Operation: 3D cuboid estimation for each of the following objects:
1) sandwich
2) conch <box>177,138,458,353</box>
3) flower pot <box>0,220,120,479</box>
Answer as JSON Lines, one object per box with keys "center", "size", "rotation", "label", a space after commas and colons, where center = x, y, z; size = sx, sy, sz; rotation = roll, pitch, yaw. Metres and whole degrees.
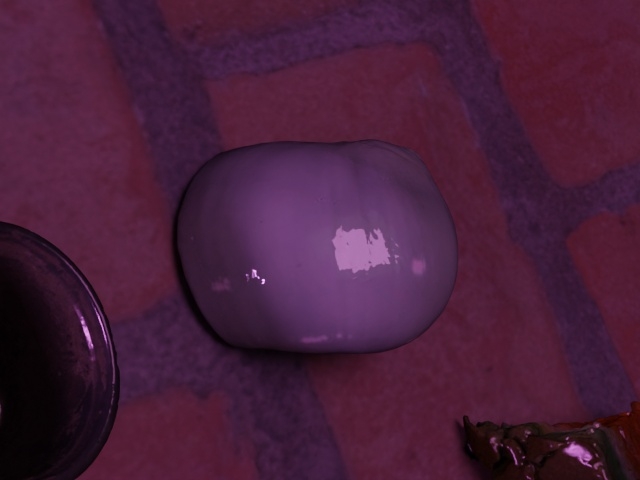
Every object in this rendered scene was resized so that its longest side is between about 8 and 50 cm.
{"center": [0.254, 0.231, 1.437], "size": [0.212, 0.109, 0.292], "rotation": [-22, 88, -48], "label": "sandwich"}
{"center": [0.003, -0.004, 1.299], "size": [0.221, 0.121, 0.185], "rotation": [-16, 54, -44], "label": "conch"}
{"center": [-0.207, 0.076, 1.034], "size": [0.157, 0.107, 0.157], "rotation": [20, 61, -41], "label": "flower pot"}
